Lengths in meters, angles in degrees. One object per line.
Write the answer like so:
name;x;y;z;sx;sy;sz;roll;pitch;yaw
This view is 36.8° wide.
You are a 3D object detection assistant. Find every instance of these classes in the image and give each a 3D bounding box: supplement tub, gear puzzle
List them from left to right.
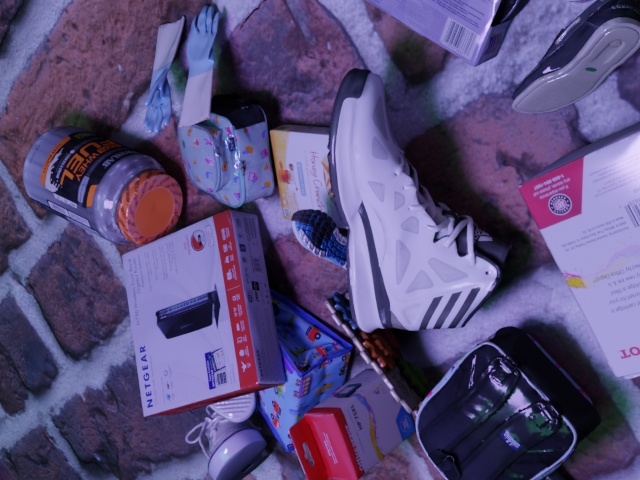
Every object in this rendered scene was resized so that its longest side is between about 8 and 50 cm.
supplement tub;-0.447;-0.110;1.989;0.316;0.193;0.193;22;125;32
gear puzzle;0.138;0.217;1.660;0.044;0.175;0.339;-40;81;13

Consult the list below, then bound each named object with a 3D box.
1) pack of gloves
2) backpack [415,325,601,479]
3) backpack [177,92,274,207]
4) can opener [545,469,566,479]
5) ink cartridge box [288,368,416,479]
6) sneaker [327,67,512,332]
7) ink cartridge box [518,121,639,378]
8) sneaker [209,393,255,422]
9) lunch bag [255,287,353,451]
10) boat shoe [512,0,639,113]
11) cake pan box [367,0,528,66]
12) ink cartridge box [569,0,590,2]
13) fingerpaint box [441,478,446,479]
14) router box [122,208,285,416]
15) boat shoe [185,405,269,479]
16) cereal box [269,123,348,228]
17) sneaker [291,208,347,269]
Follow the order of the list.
pack of gloves;-0.262;-0.312;1.731;0.195;0.046;0.232;-11;68;45
backpack;0.285;0.281;1.517;0.225;0.191;0.253;47;120;17
backpack;-0.165;-0.153;1.740;0.166;0.144;0.188;24;137;50
can opener;0.376;0.421;1.621;0.283;0.076;0.095;47;167;13
ink cartridge box;0.060;0.339;1.732;0.078;0.231;0.134;-11;104;45
sneaker;0.164;-0.056;1.485;0.258;0.169;0.447;0;120;17
ink cartridge box;0.441;0.005;1.283;0.226;0.131;0.306;-25;95;46
sneaker;-0.206;0.286;1.979;0.282;0.102;0.161;47;166;37
lunch bag;-0.094;0.229;1.907;0.293;0.138;0.221;39;136;33
boat shoe;0.342;-0.247;1.297;0.233;0.084;0.079;-43;42;52
cake pan box;0.179;-0.410;1.351;0.267;0.070;0.245;37;134;23
ink cartridge box;0.375;-0.385;1.173;0.179;0.045;0.145;-11;86;48
fingerpaint box;0.320;0.657;1.563;0.371;0.163;0.444;24;123;52
router box;-0.231;0.146;1.846;0.301;0.082;0.335;-21;72;33
boat shoe;-0.195;0.404;1.994;0.156;0.136;0.367;49;173;13
cereal box;0.025;-0.108;1.663;0.240;0.047;0.173;10;118;39
sneaker;0.000;0.000;1.668;0.083;0.071;0.191;16;165;44
